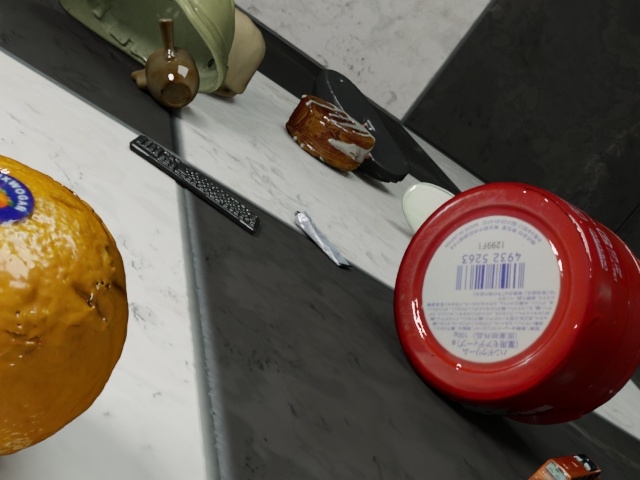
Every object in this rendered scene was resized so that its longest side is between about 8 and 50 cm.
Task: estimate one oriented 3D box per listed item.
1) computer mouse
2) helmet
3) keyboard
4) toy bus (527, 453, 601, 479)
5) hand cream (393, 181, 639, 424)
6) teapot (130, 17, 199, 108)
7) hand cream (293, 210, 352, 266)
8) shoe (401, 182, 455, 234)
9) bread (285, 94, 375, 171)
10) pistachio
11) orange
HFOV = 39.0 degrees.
[{"bbox_3d":[0.060,-0.203,1.724,0.137,0.086,0.269,-3,56,-52],"label":"computer mouse"},{"bbox_3d":[-0.207,-0.326,1.197,0.257,0.137,0.204,34,-25,-10],"label":"helmet"},{"bbox_3d":[-0.127,-0.059,0.930,0.155,0.010,0.053,35,15,-9],"label":"keyboard"},{"bbox_3d":[0.223,0.216,0.823,0.031,0.043,0.110,44,15,29],"label":"toy bus"},{"bbox_3d":[0.196,0.061,0.892,0.149,0.230,0.230,26,17,-47],"label":"hand cream"},{"bbox_3d":[-0.195,-0.219,1.125,0.085,0.110,0.080,-10,43,-11],"label":"teapot"},{"bbox_3d":[0.000,0.000,1.055,0.093,0.019,0.030,50,15,21],"label":"hand cream"},{"bbox_3d":[0.232,-0.005,1.513,0.265,0.095,0.110,39,7,-14],"label":"shoe"},{"bbox_3d":[0.018,-0.188,1.574,0.160,0.073,0.160,28,16,-9],"label":"bread"},{"bbox_3d":[-0.163,-0.306,1.434,0.223,0.126,0.152,-6,80,-70],"label":"pistachio"},{"bbox_3d":[-0.146,0.028,0.369,0.135,0.117,0.135,14,27,-7],"label":"orange"}]
